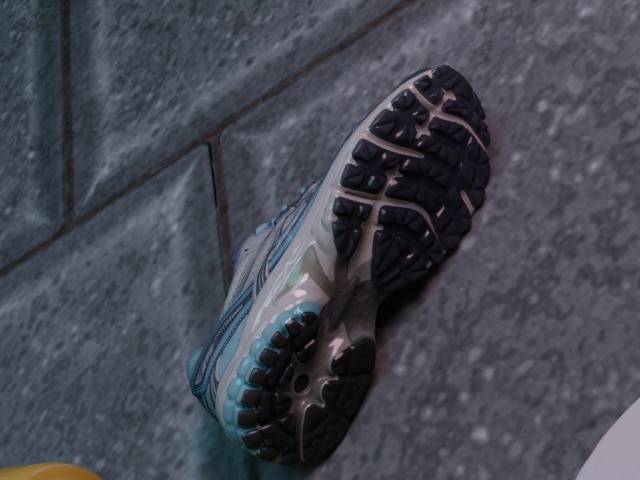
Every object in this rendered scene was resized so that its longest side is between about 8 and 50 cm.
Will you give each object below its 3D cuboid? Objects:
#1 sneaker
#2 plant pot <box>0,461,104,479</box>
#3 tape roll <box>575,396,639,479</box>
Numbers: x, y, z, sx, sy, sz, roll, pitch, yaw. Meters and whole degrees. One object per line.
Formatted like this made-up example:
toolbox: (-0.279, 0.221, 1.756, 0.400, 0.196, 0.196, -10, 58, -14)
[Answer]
sneaker: (0.000, 0.000, 0.976, 0.122, 0.110, 0.283, 20, 74, 53)
plant pot: (-0.086, 0.233, 0.780, 0.239, 0.254, 0.254, -13, 50, 18)
tape roll: (0.233, 0.163, 0.618, 0.286, 0.100, 0.286, -23, 44, 24)
